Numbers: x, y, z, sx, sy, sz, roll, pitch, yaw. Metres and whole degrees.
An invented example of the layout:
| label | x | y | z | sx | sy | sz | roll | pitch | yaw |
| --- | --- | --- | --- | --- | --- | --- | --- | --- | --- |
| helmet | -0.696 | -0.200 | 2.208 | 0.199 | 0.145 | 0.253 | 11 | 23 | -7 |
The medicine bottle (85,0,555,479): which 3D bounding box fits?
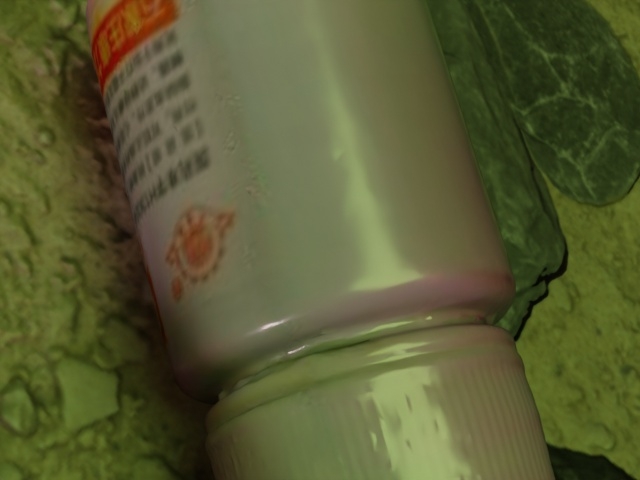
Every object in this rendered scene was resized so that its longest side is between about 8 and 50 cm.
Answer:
| label | x | y | z | sx | sy | sz | roll | pitch | yaw |
| --- | --- | --- | --- | --- | --- | --- | --- | --- | --- |
| medicine bottle | 0.000 | 0.000 | 1.028 | 0.219 | 0.219 | 0.388 | -7 | 72 | -33 |
